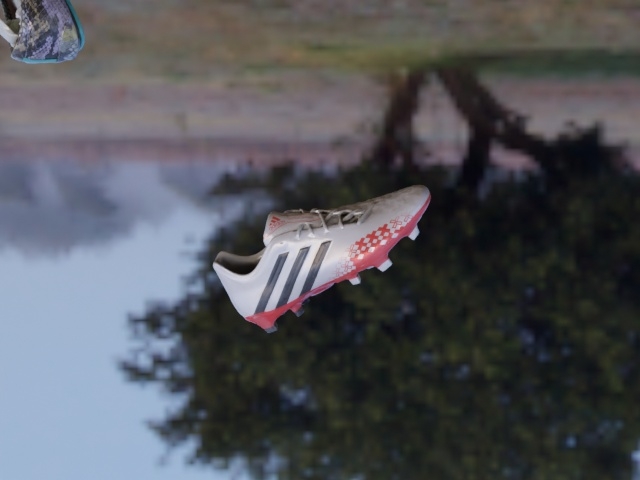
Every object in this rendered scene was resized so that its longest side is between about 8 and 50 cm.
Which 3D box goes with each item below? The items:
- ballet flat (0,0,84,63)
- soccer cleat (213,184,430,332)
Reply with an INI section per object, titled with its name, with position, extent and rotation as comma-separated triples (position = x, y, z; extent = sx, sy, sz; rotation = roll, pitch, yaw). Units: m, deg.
[ballet flat]
position = -0.137, -0.124, 0.815
extent = 0.041, 0.114, 0.041
rotation = -24, 167, -6
[soccer cleat]
position = 0.000, 0.000, 0.674
extent = 0.083, 0.035, 0.029
rotation = -32, -163, 24
